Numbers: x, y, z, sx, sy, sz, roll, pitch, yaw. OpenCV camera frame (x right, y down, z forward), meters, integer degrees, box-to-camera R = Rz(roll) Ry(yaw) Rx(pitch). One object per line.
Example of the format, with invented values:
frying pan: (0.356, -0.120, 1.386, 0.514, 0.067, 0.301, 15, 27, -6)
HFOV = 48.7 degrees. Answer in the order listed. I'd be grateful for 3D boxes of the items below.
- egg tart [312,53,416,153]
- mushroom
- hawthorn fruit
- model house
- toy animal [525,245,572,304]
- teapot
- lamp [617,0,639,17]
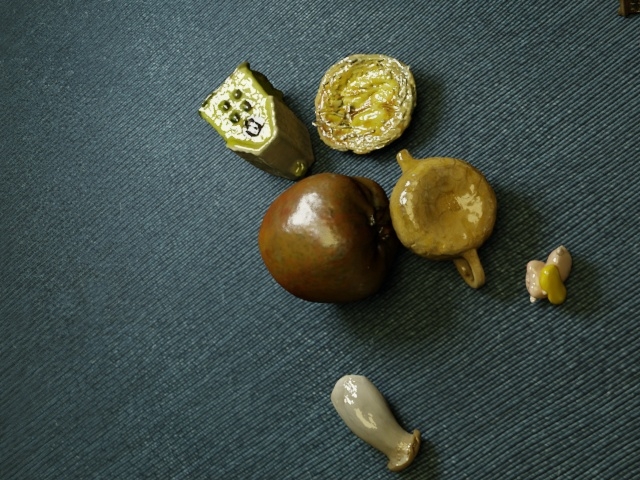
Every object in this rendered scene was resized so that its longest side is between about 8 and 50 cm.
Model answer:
egg tart: (0.105, -0.299, 1.556, 0.252, 0.098, 0.232, -25, 74, 23)
mushroom: (0.108, 0.354, 1.392, 0.097, 0.088, 0.212, -39, 65, -23)
hawthorn fruit: (0.000, 0.000, 1.433, 0.300, 0.267, 0.268, -21, 69, 31)
model house: (-0.120, -0.252, 1.599, 0.175, 0.193, 0.234, -48, 62, 6)
toy animal: (0.415, 0.060, 1.314, 0.082, 0.091, 0.114, 8, 82, 42)
teapot: (0.239, -0.046, 1.395, 0.203, 0.167, 0.311, -28, 86, -8)
lamp: (0.720, -0.474, 1.291, 0.325, 0.090, 0.089, 7, 80, 27)
